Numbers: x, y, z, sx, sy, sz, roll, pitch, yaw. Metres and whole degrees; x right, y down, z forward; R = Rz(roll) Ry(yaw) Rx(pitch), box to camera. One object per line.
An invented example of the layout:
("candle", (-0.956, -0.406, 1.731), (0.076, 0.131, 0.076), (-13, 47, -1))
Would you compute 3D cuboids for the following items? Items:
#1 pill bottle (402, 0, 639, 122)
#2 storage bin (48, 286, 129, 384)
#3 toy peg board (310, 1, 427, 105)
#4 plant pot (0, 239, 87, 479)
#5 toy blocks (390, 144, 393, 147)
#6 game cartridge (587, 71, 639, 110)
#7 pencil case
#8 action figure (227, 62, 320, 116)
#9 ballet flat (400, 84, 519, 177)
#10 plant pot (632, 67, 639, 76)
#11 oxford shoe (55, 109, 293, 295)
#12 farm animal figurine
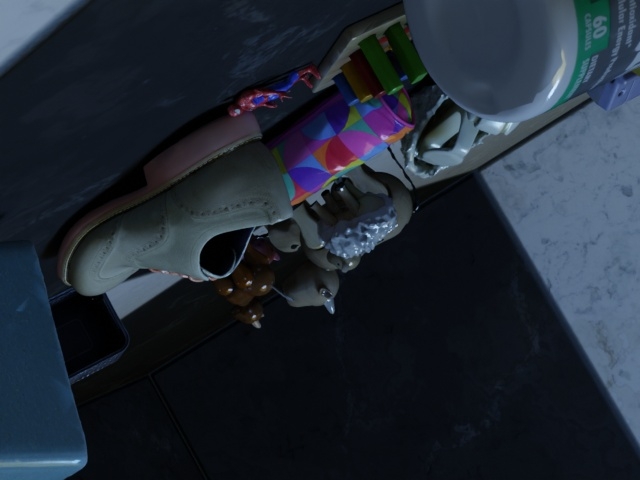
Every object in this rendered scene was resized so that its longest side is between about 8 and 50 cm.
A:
("pill bottle", (0.269, -0.260, 1.201), (0.361, 0.204, 0.204), (-27, 174, -29))
("storage bin", (-0.392, 0.153, 1.948), (0.180, 0.122, 0.084), (-27, 173, -23))
("toy peg board", (0.090, -0.202, 1.448), (0.161, 0.079, 0.160), (-27, 174, -21))
("plant pot", (-0.423, 0.155, 1.265), (0.248, 0.247, 0.252), (-34, 156, 35))
("toy blocks", (0.029, -0.129, 1.923), (0.148, 0.054, 0.123), (-30, 175, 8))
("game cartridge", (0.488, -0.339, 1.683), (0.230, 0.068, 0.355), (-23, 149, -24))
("pencil case", (0.005, -0.123, 1.633), (0.236, 0.104, 0.104), (-32, 174, 22))
("action figure", (-0.052, -0.158, 1.395), (0.115, 0.030, 0.038), (-24, 177, -30))
("ballet flat", (0.230, -0.188, 1.827), (0.147, 0.147, 0.409), (-27, 175, -28))
("plant pot", (0.430, -0.282, 1.457), (0.212, 0.187, 0.212), (-30, 139, 3))
("oxford shoe", (-0.181, 0.000, 1.513), (0.140, 0.146, 0.397), (-28, 176, -42))
("farm animal figurine", (0.000, 0.000, 1.821), (0.327, 0.172, 0.330), (-32, -165, 23))
